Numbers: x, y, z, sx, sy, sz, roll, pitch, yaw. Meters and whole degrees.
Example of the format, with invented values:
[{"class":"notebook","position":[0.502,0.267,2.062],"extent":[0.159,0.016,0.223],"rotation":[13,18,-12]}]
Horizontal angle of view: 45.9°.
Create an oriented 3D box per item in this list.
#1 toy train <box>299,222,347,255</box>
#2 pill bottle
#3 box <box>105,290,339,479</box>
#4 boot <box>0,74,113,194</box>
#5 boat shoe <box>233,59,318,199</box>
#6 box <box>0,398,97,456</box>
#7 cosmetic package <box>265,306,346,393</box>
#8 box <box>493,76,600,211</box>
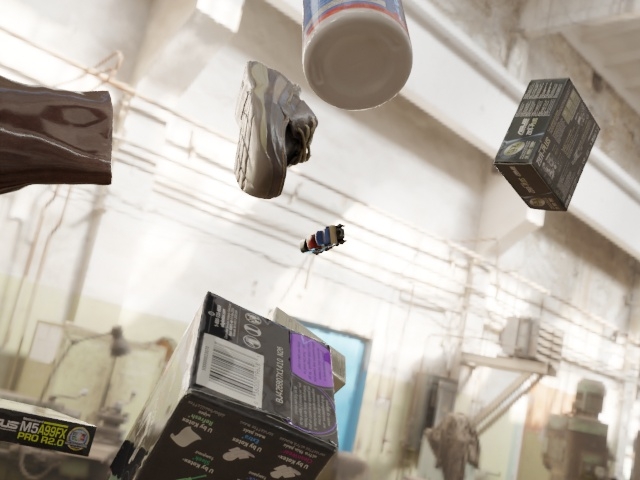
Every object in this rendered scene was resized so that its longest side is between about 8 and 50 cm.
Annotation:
[{"class":"toy train","position":[0.000,0.000,0.963],"extent":[0.036,0.027,0.158],"rotation":[-4,-6,-14]},{"class":"pill bottle","position":[0.039,-0.264,0.902],"extent":[0.124,0.221,0.124],"rotation":[-1,-47,-1]},{"class":"box","position":[-0.111,0.215,0.730],"extent":[0.143,0.270,0.165],"rotation":[25,23,-13]},{"class":"boot","position":[-0.261,-0.059,0.561],"extent":[0.207,0.248,0.090],"rotation":[3,-50,-14]},{"class":"boat shoe","position":[-0.067,-0.189,1.245],"extent":[0.130,0.355,0.132],"rotation":[10,-52,-14]},{"class":"box","position":[-0.581,0.345,1.444],"extent":[0.216,0.060,0.270],"rotation":[24,-17,-34]},{"class":"cosmetic package","position":[-0.024,0.138,0.917],"extent":[0.115,0.041,0.060],"rotation":[39,22,-15]},{"class":"box","position":[0.394,-0.164,1.306],"extent":[0.078,0.180,0.147],"rotation":[9,-24,47]}]
